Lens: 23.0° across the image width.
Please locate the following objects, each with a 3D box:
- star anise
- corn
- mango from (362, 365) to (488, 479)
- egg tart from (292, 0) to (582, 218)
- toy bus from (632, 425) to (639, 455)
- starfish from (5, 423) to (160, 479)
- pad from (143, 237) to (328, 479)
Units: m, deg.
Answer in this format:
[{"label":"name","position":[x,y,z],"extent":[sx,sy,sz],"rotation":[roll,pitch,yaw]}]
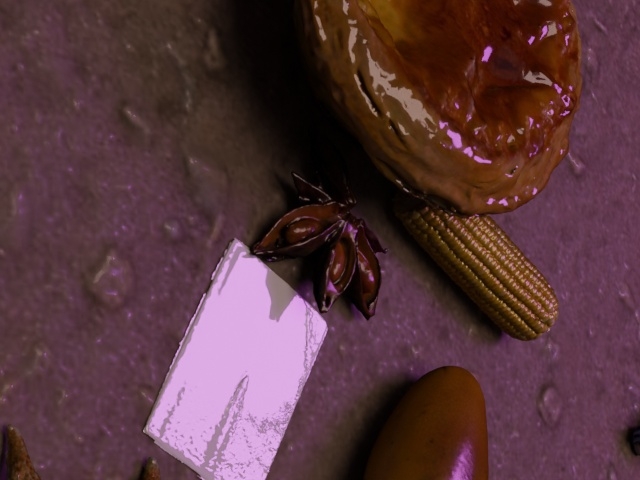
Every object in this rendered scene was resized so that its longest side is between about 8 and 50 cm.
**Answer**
[{"label":"star anise","position":[0.003,0.000,1.601],"extent":[0.157,0.053,0.212],"rotation":[-43,114,-44]},{"label":"corn","position":[0.179,0.019,1.755],"extent":[0.248,0.081,0.081],"rotation":[45,53,-29]},{"label":"mango","position":[0.116,0.236,1.623],"extent":[0.138,0.113,0.253],"rotation":[46,45,-23]},{"label":"egg tart","position":[0.108,-0.228,1.664],"extent":[0.443,0.178,0.443],"rotation":[17,66,-43]},{"label":"toy bus","position":[0.466,0.249,2.000],"extent":[0.167,0.073,0.076],"rotation":[27,60,-42]},{"label":"starfish","position":[-0.219,0.332,1.295],"extent":[0.347,0.078,0.358],"rotation":[-22,97,-43]},{"label":"pad","position":[-0.077,0.130,1.526],"extent":[0.156,0.004,0.232],"rotation":[44,53,-30]}]
